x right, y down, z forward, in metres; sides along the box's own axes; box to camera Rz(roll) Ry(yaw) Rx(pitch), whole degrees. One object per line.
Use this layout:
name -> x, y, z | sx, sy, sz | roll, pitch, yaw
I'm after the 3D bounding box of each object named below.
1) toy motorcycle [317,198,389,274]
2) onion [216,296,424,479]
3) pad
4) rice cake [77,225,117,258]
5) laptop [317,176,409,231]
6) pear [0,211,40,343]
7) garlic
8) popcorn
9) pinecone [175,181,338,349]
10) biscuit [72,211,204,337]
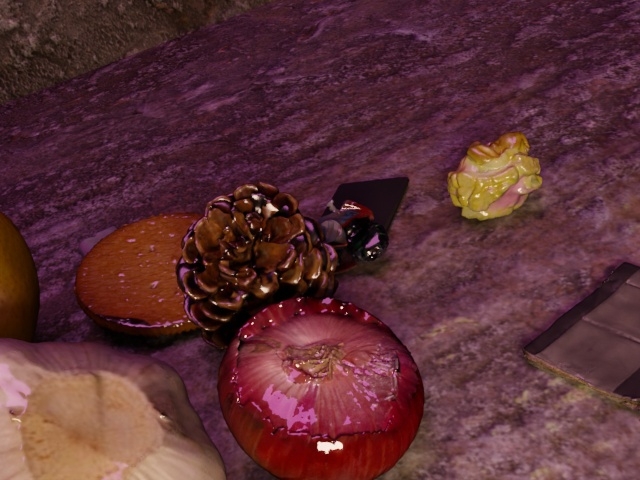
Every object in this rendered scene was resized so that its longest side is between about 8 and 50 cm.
toy motorcycle -> 0.000, -0.001, 1.272 | 0.213, 0.082, 0.122 | -15, 40, 13
onion -> 0.003, 0.173, 0.933 | 0.247, 0.161, 0.248 | -10, 42, 9
pad -> 0.376, 0.106, 0.993 | 0.233, 0.022, 0.174 | -34, 34, -29
rice cake -> -0.365, 0.038, 1.438 | 0.080, 0.042, 0.221 | -25, 33, -17
laptop -> 0.067, -0.050, 1.400 | 0.135, 0.016, 0.197 | -3, 32, 24
pear -> -0.574, 0.110, 1.120 | 0.362, 0.363, 0.418 | 2, 30, 29
garlic -> -0.257, 0.241, 0.839 | 0.317, 0.259, 0.318 | 15, 40, -13
popcorn -> 0.267, -0.098, 1.275 | 0.145, 0.126, 0.125 | -22, -2, 33
pinecone -> -0.090, 0.041, 1.109 | 0.224, 0.272, 0.224 | -5, 69, 13
biscuit -> -0.241, 0.050, 1.320 | 0.305, 0.038, 0.305 | -2, 37, 2
